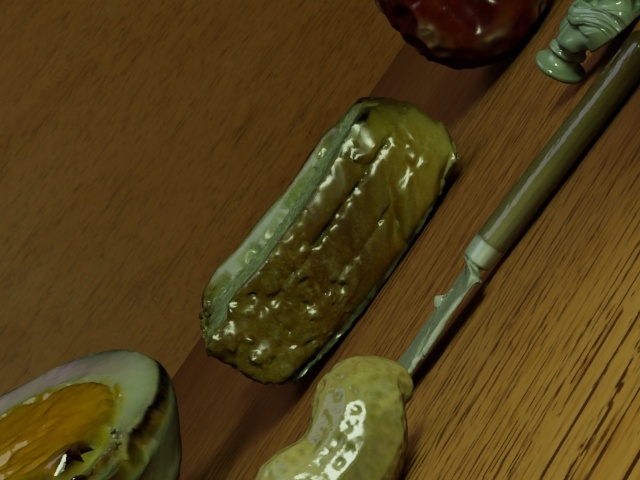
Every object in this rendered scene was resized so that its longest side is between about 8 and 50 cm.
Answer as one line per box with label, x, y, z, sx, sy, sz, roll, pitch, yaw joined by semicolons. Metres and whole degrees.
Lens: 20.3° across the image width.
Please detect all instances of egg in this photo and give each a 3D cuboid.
egg;-0.202;0.218;1.374;0.286;0.174;0.264;-22;22;31

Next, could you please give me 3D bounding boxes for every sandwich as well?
sandwich;0.001;0.000;1.305;0.226;0.087;0.251;-56;7;-1

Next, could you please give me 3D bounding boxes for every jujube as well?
jujube;0.114;-0.220;1.424;0.155;0.155;0.230;-53;11;17

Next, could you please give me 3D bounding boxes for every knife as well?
knife;0.070;0.022;0.859;0.298;0.017;0.047;-53;11;9

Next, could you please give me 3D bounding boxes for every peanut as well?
peanut;0.004;0.097;0.742;0.113;0.054;0.054;-60;6;-22

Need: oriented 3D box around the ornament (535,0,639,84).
ornament;0.154;-0.128;0.979;0.092;0.041;0.068;-63;-2;6
